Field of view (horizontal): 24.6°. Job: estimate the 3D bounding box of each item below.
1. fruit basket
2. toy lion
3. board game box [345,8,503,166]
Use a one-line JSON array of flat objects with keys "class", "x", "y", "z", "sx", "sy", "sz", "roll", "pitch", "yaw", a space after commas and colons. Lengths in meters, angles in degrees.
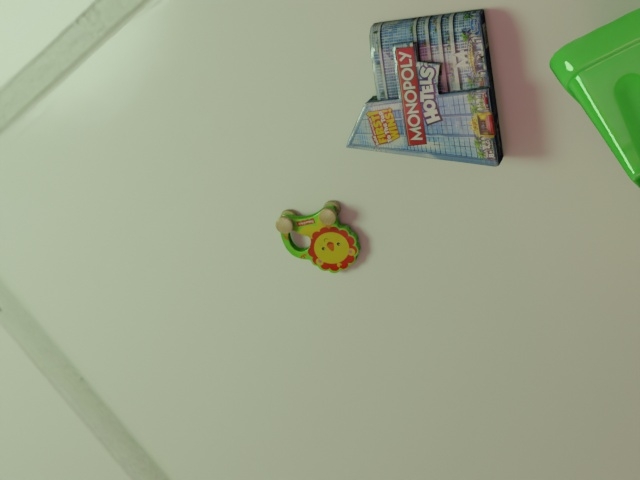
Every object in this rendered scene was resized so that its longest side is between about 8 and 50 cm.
[{"class": "fruit basket", "x": 0.444, "y": -0.209, "z": 1.659, "sx": 0.283, "sy": 0.392, "sz": 0.392, "roll": -25, "pitch": 98, "yaw": 24}, {"class": "toy lion", "x": 0.000, "y": 0.000, "z": 1.966, "sx": 0.100, "sy": 0.034, "sz": 0.096, "roll": -11, "pitch": 110, "yaw": 17}, {"class": "board game box", "x": 0.122, "y": -0.183, "z": 1.863, "sx": 0.194, "sy": 0.060, "sz": 0.194, "roll": -6, "pitch": 104, "yaw": 15}]
